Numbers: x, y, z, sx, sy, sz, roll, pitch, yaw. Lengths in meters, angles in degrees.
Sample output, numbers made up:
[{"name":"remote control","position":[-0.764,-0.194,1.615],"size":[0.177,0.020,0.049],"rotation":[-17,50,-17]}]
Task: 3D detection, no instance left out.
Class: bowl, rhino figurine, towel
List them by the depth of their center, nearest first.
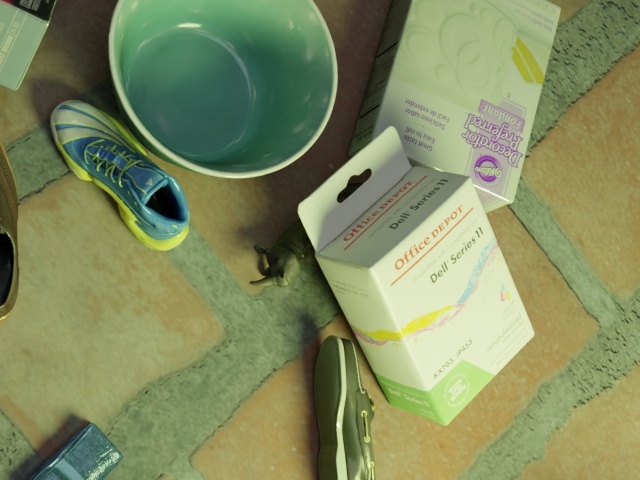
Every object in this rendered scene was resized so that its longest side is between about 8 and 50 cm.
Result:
[{"name":"towel","position":[-0.307,0.288,1.631],"size":[0.119,0.029,0.067],"rotation":[-44,99,-24]},{"name":"bowl","position":[-0.149,-0.216,1.724],"size":[0.311,0.163,0.312],"rotation":[5,77,-23]},{"name":"rhino figurine","position":[0.000,0.000,1.786],"size":[0.243,0.106,0.073],"rotation":[-34,132,-24]}]

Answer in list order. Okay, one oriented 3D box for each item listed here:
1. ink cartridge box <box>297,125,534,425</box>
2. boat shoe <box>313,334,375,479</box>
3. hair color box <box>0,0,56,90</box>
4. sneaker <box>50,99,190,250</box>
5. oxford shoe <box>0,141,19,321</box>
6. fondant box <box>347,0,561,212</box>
[{"name":"ink cartridge box","position":[0.133,0.046,1.743],"size":[0.207,0.119,0.353],"rotation":[-42,123,-24]},{"name":"boat shoe","position":[0.037,0.242,1.763],"size":[0.068,0.081,0.228],"rotation":[1,86,-26]},{"name":"hair color box","position":[-0.508,-0.344,1.580],"size":[0.374,0.114,0.185],"rotation":[24,32,-17]},{"name":"sneaker","position":[-0.246,-0.096,1.680],"size":[0.240,0.126,0.091],"rotation":[48,66,-9]},{"name":"oxford shoe","position":[-0.412,-0.035,1.612],"size":[0.096,0.098,0.271],"rotation":[-8,83,-24]},{"name":"fondant box","position":[0.201,-0.236,1.917],"size":[0.238,0.096,0.330],"rotation":[22,73,-18]}]
